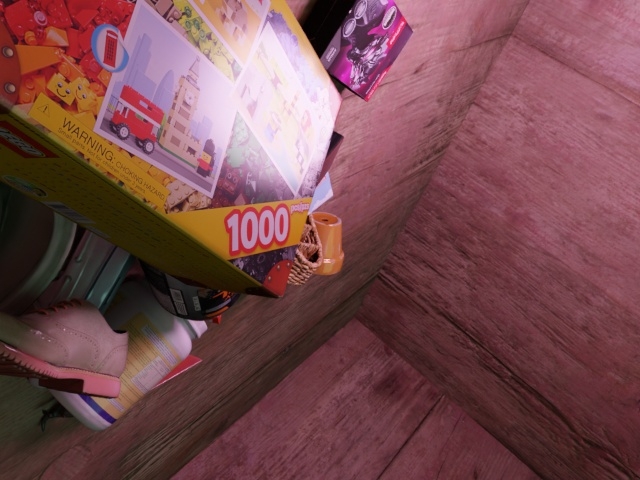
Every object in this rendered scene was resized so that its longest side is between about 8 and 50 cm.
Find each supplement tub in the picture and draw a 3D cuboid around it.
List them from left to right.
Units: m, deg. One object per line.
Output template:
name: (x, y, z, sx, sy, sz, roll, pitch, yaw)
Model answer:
supplement tub: (-0.463, 0.249, 1.183, 0.331, 0.241, 0.241, -42, 160, -23)
supplement tub: (-0.252, 0.034, 1.009, 0.207, 0.207, 0.338, -42, 166, -24)

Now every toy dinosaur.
toy dinosaur: (-0.622, 0.415, 1.329, 0.313, 0.121, 0.160, -56, 155, 8)

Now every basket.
basket: (-0.083, 0.005, 1.640, 0.223, 0.213, 0.299, -52, 162, 6)

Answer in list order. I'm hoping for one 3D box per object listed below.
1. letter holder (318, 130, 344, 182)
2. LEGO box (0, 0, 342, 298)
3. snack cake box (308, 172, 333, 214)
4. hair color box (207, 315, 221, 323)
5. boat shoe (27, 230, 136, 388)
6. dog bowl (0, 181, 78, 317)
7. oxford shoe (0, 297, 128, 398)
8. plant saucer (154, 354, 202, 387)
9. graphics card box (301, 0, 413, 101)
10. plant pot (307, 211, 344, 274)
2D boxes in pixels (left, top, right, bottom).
letter holder: (-0.088, -0.159, 1.289, 0.302, 0.152, 0.214, -57, 174, -49)
LEGO box: (-0.189, -0.188, 0.634, 0.500, 0.193, 0.372, 45, 55, -54)
snack cake box: (-0.110, -0.113, 1.422, 0.264, 0.152, 0.089, -40, 134, -28)
hair color box: (-0.319, 0.149, 1.437, 0.053, 0.093, 0.167, 101, -2, -57)
boat shoe: (-0.501, 0.100, 0.977, 0.367, 0.157, 0.136, -60, -172, -1)
dog bowl: (-0.547, -0.007, 0.647, 0.408, 0.150, 0.408, -43, 159, -21)
oxford shoe: (-0.449, 0.151, 0.803, 0.397, 0.141, 0.146, 71, 27, -62)
plant saucer: (-0.515, 0.419, 1.467, 0.258, 0.047, 0.259, -32, 175, 43)
graphics card box: (0.097, -0.511, 1.262, 0.232, 0.094, 0.371, -55, 160, 14)
plant pot: (0.000, 0.000, 1.885, 0.205, 0.205, 0.187, -25, 134, -52)
